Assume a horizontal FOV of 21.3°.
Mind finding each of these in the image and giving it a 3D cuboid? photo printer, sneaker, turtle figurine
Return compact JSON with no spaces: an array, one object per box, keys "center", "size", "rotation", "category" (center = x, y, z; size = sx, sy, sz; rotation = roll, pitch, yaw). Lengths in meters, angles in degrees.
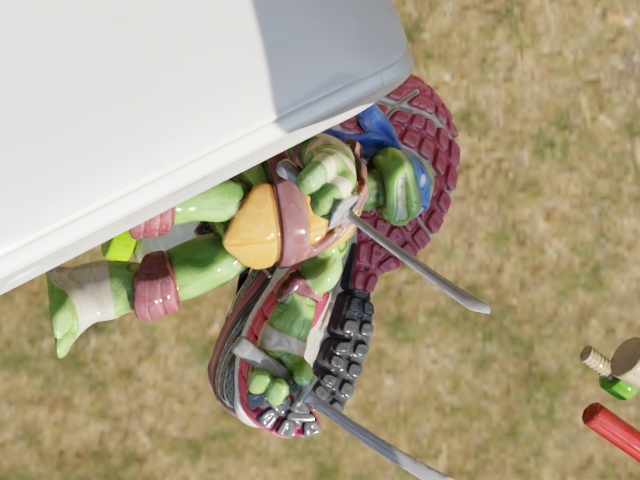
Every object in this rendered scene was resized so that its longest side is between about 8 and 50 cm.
[{"center":[-0.143,-0.137,0.591],"size":[0.256,0.107,0.307],"rotation":[-27,89,-20],"category":"photo printer"},{"center":[0.000,0.000,1.304],"size":[0.121,0.299,0.112],"rotation":[34,169,-28],"category":"sneaker"},{"center":[-0.040,0.026,1.089],"size":[0.266,0.275,0.198],"rotation":[-7,166,-9],"category":"turtle figurine"}]

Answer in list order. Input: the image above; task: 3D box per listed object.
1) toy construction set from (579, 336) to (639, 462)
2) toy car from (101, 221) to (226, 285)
[{"center":[0.408,0.098,1.515],"size":[0.237,0.257,0.309],"rotation":[36,102,-24],"category":"toy construction set"},{"center":[-0.186,-0.044,2.066],"size":[0.155,0.188,0.149],"rotation":[14,103,-21],"category":"toy car"}]
